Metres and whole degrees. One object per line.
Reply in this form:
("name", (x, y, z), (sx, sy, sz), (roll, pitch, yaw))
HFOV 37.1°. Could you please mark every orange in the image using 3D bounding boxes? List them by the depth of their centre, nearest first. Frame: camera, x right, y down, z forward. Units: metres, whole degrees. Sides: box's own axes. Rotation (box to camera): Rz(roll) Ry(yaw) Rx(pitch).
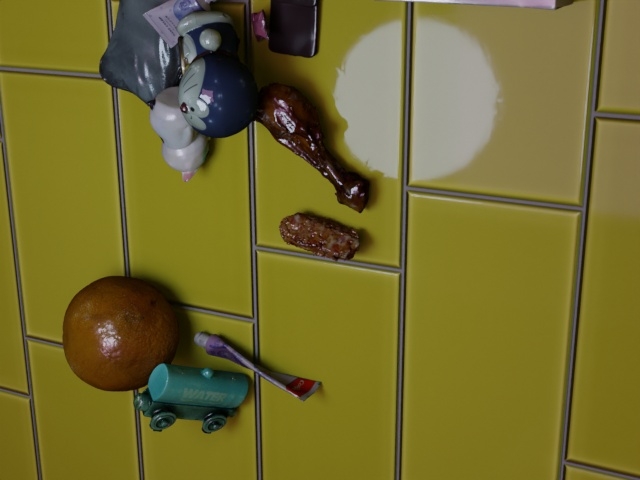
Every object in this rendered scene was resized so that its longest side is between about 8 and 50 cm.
("orange", (-0.438, 0.203, 2.067), (0.264, 0.264, 0.264), (9, 110, 25))

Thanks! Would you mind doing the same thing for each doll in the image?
("doll", (-0.278, -0.219, 1.911), (0.107, 0.110, 0.180), (-19, 132, -6))

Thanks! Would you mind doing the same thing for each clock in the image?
("clock", (-0.198, -0.307, 1.770), (0.199, 0.147, 0.243), (103, 156, -57))

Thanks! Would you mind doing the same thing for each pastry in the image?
("pastry", (0.001, -0.002, 1.866), (0.169, 0.087, 0.063), (22, 149, 20))

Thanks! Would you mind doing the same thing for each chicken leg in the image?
("chicken leg", (-0.012, -0.175, 1.820), (0.304, 0.093, 0.113), (49, 139, -4))

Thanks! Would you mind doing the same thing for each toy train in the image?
("toy train", (-0.271, 0.329, 2.037), (0.159, 0.248, 0.101), (-56, 43, 26))

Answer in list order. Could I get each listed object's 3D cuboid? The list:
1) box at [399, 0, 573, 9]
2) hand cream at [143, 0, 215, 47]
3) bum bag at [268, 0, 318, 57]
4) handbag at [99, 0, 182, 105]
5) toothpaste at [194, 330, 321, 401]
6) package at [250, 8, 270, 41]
("box", (0.244, -0.472, 1.546), (0.333, 0.145, 0.173), (9, 109, 24))
("hand cream", (-0.259, -0.434, 1.819), (0.142, 0.053, 0.084), (-29, 119, 19))
("bum bag", (-0.052, -0.425, 1.784), (0.109, 0.026, 0.159), (13, 113, 25))
("handbag", (-0.333, -0.422, 1.910), (0.192, 0.075, 0.332), (28, 114, 13))
("toothpaste", (-0.143, 0.265, 2.036), (0.301, 0.075, 0.048), (22, 92, 23))
("package", (-0.113, -0.406, 1.805), (0.083, 0.029, 0.059), (-156, 52, -68))
